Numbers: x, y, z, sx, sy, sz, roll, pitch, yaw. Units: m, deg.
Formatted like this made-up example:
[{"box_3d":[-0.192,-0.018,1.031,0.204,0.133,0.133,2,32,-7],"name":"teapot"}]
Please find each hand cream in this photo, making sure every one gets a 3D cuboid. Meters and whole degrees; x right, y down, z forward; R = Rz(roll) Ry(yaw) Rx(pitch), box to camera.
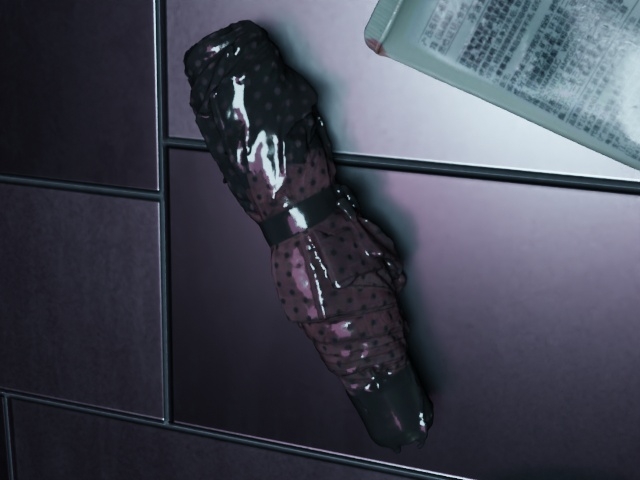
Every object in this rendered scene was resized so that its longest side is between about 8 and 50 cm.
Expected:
[{"box_3d":[0.192,-0.103,0.532,0.340,0.077,0.124,32,114,15],"name":"hand cream"}]

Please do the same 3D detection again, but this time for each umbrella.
[{"box_3d":[0.000,0.000,0.602,0.094,0.090,0.326,-25,97,20],"name":"umbrella"}]
